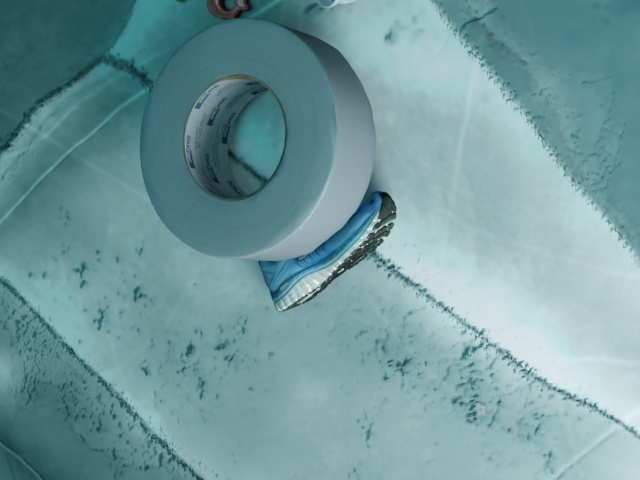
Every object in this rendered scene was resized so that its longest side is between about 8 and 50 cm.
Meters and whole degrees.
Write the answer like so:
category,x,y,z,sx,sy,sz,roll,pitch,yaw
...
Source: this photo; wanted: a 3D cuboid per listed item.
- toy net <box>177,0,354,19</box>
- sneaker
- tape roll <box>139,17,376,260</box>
category,x,y,z,sx,sy,sz,roll,pitch,yaw
toy net,-0.047,-0.254,1.184,0.232,0.045,0.122,19,107,20
sneaker,0.000,0.000,1.205,0.162,0.063,0.073,-38,81,25
tape roll,-0.060,-0.091,1.179,0.219,0.072,0.219,-2,87,31
